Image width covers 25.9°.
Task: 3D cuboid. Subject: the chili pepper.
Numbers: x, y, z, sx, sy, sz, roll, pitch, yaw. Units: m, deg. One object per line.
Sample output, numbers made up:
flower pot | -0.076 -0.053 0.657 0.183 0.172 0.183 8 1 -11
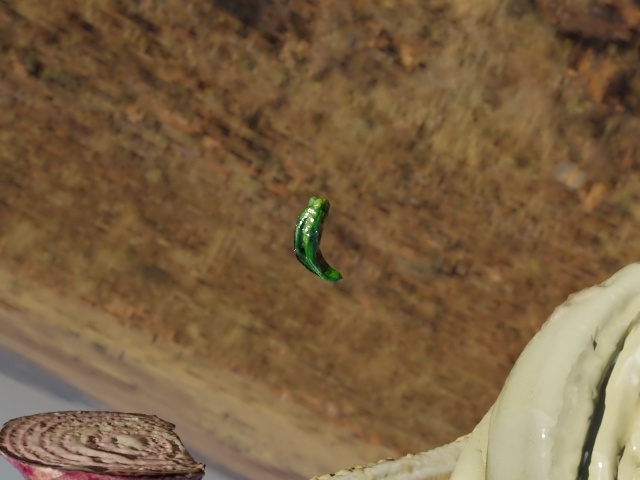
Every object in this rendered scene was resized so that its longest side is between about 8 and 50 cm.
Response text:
chili pepper | -0.007 0.003 1.770 0.055 0.118 0.035 -12 -166 -6

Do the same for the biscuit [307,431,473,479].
biscuit | 0.073 0.232 1.162 0.078 0.426 0.144 63 153 31

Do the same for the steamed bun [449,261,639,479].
steamed bun | 0.207 0.196 0.838 0.324 0.310 0.219 29 159 -16

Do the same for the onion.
onion | -0.295 0.304 1.800 0.247 0.111 0.250 2 -167 -22
